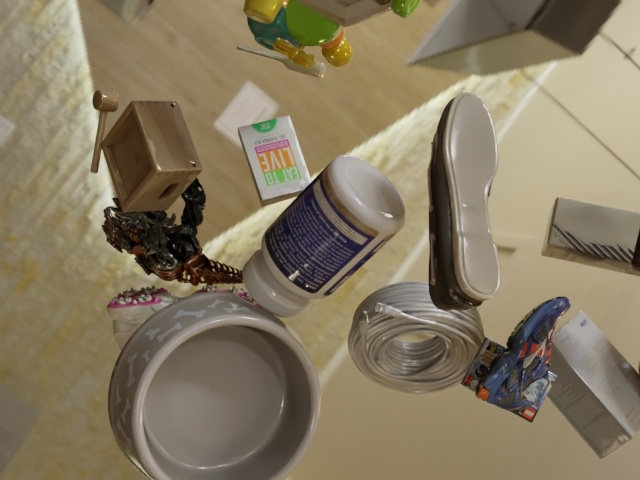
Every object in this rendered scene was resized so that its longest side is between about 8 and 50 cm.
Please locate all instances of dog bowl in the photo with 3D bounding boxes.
[{"bbox_3d":[-0.156,0.260,1.491,0.349,0.348,0.102,-53,-159,-7],"label":"dog bowl"}]

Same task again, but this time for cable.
[{"bbox_3d":[0.179,0.187,1.755,0.257,0.257,0.089,105,-10,-45],"label":"cable"}]

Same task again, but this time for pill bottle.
[{"bbox_3d":[0.000,0.000,1.495,0.264,0.153,0.153,-44,-166,29],"label":"pill bottle"}]

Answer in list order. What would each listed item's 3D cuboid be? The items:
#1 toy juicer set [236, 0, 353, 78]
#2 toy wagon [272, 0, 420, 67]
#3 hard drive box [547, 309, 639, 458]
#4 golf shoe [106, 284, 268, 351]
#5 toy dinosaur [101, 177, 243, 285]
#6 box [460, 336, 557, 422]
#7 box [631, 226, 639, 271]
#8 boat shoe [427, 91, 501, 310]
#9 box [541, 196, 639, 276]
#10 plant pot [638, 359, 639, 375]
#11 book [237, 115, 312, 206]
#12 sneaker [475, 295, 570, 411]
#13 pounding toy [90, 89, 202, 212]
[{"bbox_3d":[-0.039,-0.375,1.671,0.329,0.209,0.090,154,-44,-82],"label":"toy juicer set"},{"bbox_3d":[0.027,-0.404,1.272,0.068,0.267,0.344,-32,151,-57],"label":"toy wagon"},{"bbox_3d":[0.521,0.272,1.797,0.181,0.232,0.089,-24,161,-50],"label":"hard drive box"},{"bbox_3d":[-0.229,0.155,1.679,0.306,0.140,0.115,-1,-168,13],"label":"golf shoe"},{"bbox_3d":[-0.266,-0.006,1.680,0.164,0.321,0.219,-65,161,-49],"label":"toy dinosaur"},{"bbox_3d":[0.324,0.240,1.605,0.094,0.137,0.027,-61,179,-2],"label":"box"},{"bbox_3d":[0.571,-0.036,1.309,0.167,0.168,0.203,22,-74,48],"label":"box"},{"bbox_3d":[0.195,-0.059,1.364,0.095,0.112,0.335,-29,-128,49],"label":"boat shoe"},{"bbox_3d":[0.535,0.004,1.632,0.113,0.275,0.094,55,48,-76],"label":"box"},{"bbox_3d":[0.744,0.228,1.763,0.203,0.290,0.291,-58,-171,27],"label":"plant pot"},{"bbox_3d":[-0.078,-0.140,1.628,0.096,0.144,0.035,-16,163,-11],"label":"book"},{"bbox_3d":[0.344,0.186,1.528,0.221,0.087,0.083,-53,175,-5],"label":"sneaker"},{"bbox_3d":[-0.289,-0.152,1.481,0.094,0.206,0.181,-5,155,-40],"label":"pounding toy"}]
